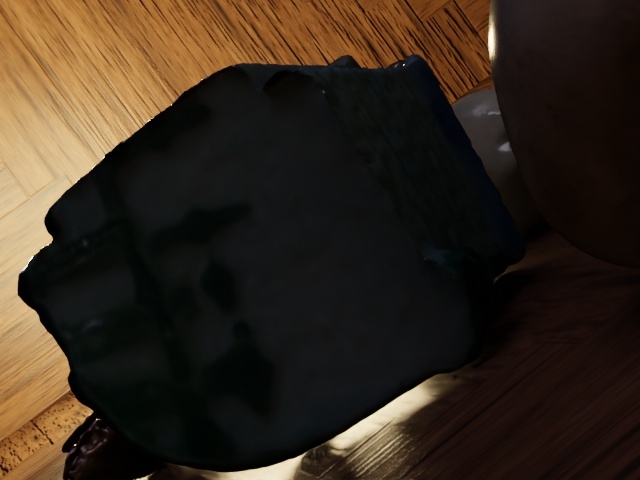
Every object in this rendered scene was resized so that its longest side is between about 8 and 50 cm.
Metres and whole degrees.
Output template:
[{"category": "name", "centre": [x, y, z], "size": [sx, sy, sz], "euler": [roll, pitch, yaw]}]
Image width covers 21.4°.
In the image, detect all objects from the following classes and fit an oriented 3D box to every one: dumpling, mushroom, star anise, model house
[{"category": "dumpling", "centre": [0.163, -0.061, 1.401], "size": [0.151, 0.124, 0.229], "euler": [5, -16, -34]}, {"category": "mushroom", "centre": [0.213, -0.101, 0.889], "size": [0.243, 0.243, 0.243], "euler": [-36, 5, 3]}, {"category": "star anise", "centre": [-0.130, 0.142, 1.582], "size": [0.288, 0.088, 0.288], "euler": [-37, 3, 2]}, {"category": "model house", "centre": [0.000, 0.000, 1.265], "size": [0.295, 0.252, 0.329], "euler": [-35, -3, 26]}]
